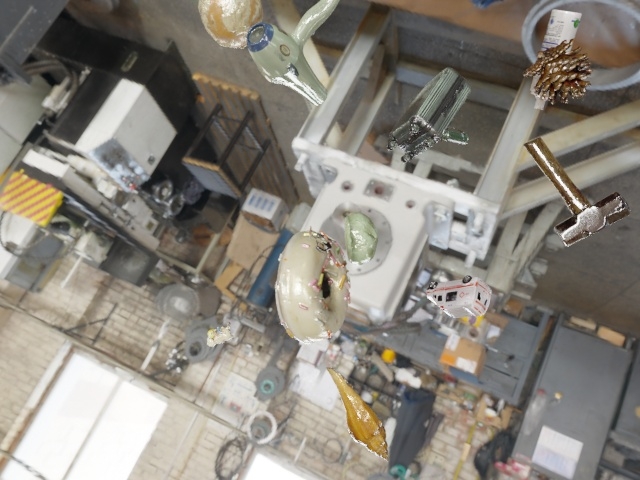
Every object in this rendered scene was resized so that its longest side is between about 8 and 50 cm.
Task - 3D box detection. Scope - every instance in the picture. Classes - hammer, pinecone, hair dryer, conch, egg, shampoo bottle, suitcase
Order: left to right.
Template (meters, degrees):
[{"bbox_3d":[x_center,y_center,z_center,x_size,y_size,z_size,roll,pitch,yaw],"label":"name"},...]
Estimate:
[{"bbox_3d":[-0.280,-0.733,1.693,0.203,0.245,0.203,-10,-169,2],"label":"egg"},{"bbox_3d":[-0.020,-0.476,1.372,0.119,0.298,0.296,53,173,31],"label":"hair dryer"},{"bbox_3d":[0.104,0.514,1.568,0.330,0.093,0.109,52,166,-6],"label":"conch"},{"bbox_3d":[0.361,-0.420,1.794,0.128,0.312,0.202,39,157,-10],"label":"suitcase"},{"bbox_3d":[0.748,-0.575,1.732,0.092,0.304,0.092,6,-157,-3],"label":"shampoo bottle"},{"bbox_3d":[0.719,-0.500,1.609,0.150,0.179,0.195,17,-142,-54],"label":"pinecone"},{"bbox_3d":[0.877,-0.199,1.927,0.409,0.242,0.095,59,-162,13],"label":"hammer"}]

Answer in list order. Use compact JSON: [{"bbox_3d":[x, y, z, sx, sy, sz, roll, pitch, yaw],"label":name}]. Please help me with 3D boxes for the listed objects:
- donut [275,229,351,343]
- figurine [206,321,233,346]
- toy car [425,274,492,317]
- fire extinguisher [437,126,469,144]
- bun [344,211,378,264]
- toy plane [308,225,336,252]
[{"bbox_3d":[-0.011,0.154,1.780,0.142,0.383,0.382,-4,152,25],"label":"donut"},{"bbox_3d":[-0.303,0.275,1.595,0.047,0.083,0.051,35,143,48],"label":"figurine"},{"bbox_3d":[0.404,0.177,1.611,0.089,0.108,0.209,37,148,-28],"label":"toy car"},{"bbox_3d":[0.314,-0.249,1.274,0.083,0.038,0.025,4,-165,-29],"label":"fire extinguisher"},{"bbox_3d":[0.151,-0.007,1.975,0.118,0.196,0.195,-2,164,-2],"label":"bun"},{"bbox_3d":[0.000,0.000,1.561,0.031,0.049,0.120,-13,-149,-35],"label":"toy plane"}]
